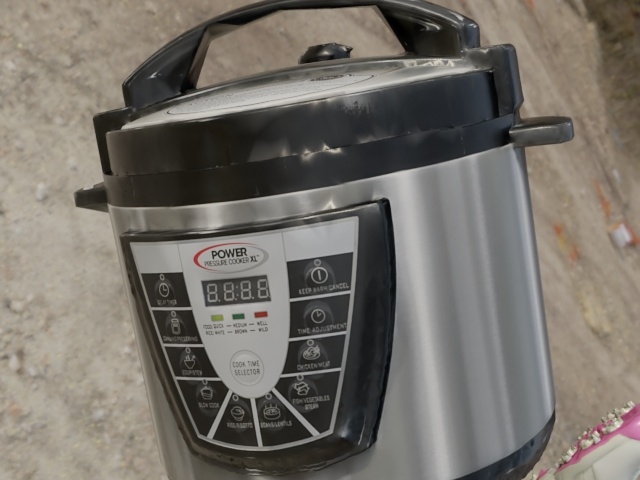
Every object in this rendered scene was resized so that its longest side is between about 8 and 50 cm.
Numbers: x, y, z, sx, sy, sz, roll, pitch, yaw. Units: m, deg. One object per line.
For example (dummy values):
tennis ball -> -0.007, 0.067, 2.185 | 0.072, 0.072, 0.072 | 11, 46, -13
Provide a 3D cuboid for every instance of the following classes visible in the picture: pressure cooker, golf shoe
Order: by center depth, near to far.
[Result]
pressure cooker -> 0.000, -0.001, 0.817 | 0.370, 0.375, 0.420 | -14, 101, -27
golf shoe -> 0.333, 0.308, 1.109 | 0.140, 0.306, 0.115 | 46, 46, 17
